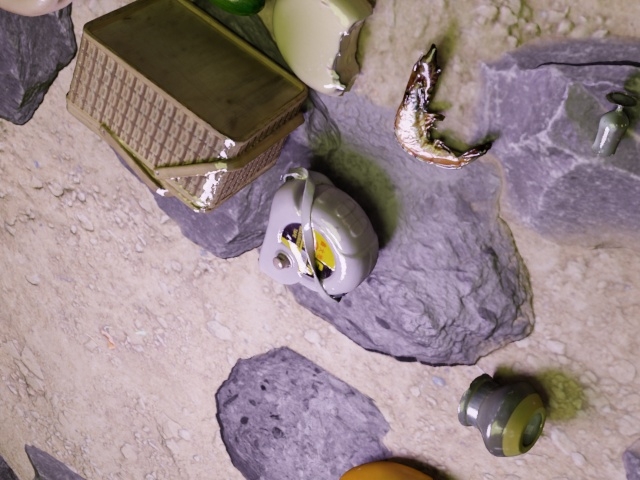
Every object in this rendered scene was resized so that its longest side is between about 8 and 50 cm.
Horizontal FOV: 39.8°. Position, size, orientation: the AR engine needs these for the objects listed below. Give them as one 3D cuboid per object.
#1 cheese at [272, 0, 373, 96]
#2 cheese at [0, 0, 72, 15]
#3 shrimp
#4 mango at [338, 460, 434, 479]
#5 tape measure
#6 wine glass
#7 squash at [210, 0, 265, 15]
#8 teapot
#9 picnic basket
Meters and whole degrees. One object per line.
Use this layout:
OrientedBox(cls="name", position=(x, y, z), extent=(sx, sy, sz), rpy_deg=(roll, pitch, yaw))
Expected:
OrientedBox(cls="cheese", position=(-0.030, -0.329, 1.271), extent=(0.249, 0.071, 0.163), rpy_deg=(40, 134, 4))
OrientedBox(cls="cheese", position=(-0.497, -0.483, 1.460), extent=(0.235, 0.117, 0.218), rpy_deg=(11, 124, 25))
OrientedBox(cls="shrimp", position=(0.181, -0.178, 1.251), extent=(0.148, 0.035, 0.195), rpy_deg=(32, 140, 16))
OrientedBox(cls="mango", position=(0.128, 0.506, 1.708), extent=(0.254, 0.139, 0.175), rpy_deg=(-25, 116, 35))
OrientedBox(cls="tape measure", position=(0.000, 0.000, 1.447), extent=(0.197, 0.120, 0.236), rpy_deg=(35, 139, 18))
OrientedBox(cls="wine glass", position=(0.374, -0.149, 1.137), extent=(0.039, 0.042, 0.083), rpy_deg=(52, 146, 36))
OrientedBox(cls="squash", position=(-0.194, -0.437, 1.302), extent=(0.292, 0.082, 0.082), rpy_deg=(46, 135, 1))
OrientedBox(cls="teapot", position=(0.303, 0.291, 1.454), extent=(0.119, 0.130, 0.166), rpy_deg=(25, 165, 38))
OrientedBox(cls="picnic basket", position=(-0.205, -0.209, 1.369), extent=(0.313, 0.228, 0.175), rpy_deg=(37, 133, 9))
